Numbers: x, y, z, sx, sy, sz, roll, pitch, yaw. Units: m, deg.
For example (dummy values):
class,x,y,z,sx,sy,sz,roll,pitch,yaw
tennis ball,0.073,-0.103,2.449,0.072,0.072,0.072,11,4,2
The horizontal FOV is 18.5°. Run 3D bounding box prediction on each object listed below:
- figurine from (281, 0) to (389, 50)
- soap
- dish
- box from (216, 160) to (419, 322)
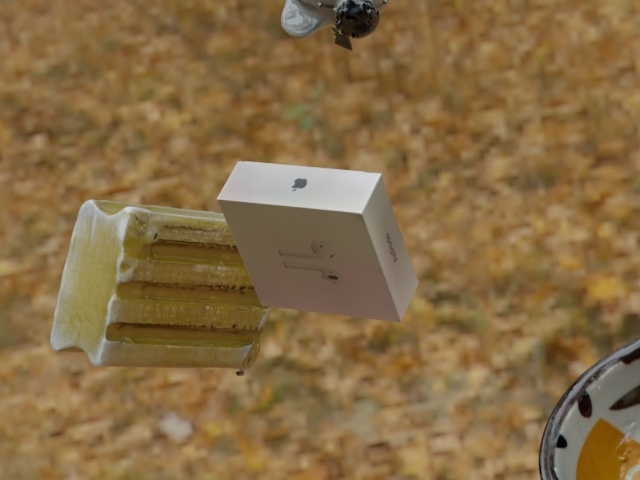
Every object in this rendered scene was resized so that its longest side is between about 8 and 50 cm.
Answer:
class,x,y,z,sx,sy,sz,roll,pitch,yaw
figurine,0.019,-0.264,1.852,0.126,0.192,0.147,19,-47,-36
soap,-0.159,0.052,2.115,0.089,0.173,0.274,17,6,33
dish,0.327,0.185,1.599,0.303,0.120,0.303,-17,32,11
box,0.000,0.000,1.592,0.129,0.130,0.051,6,50,27
